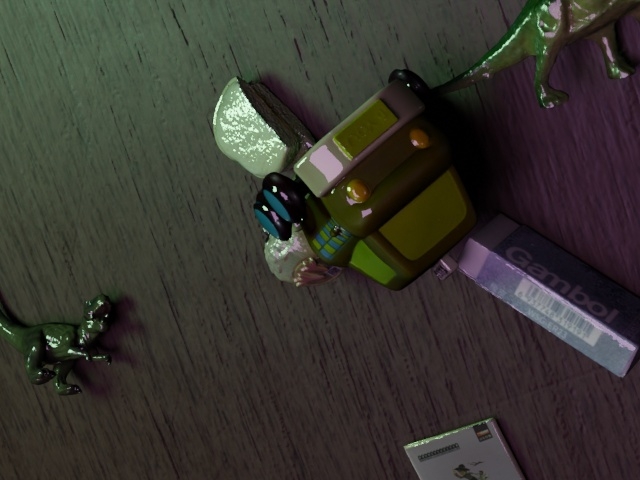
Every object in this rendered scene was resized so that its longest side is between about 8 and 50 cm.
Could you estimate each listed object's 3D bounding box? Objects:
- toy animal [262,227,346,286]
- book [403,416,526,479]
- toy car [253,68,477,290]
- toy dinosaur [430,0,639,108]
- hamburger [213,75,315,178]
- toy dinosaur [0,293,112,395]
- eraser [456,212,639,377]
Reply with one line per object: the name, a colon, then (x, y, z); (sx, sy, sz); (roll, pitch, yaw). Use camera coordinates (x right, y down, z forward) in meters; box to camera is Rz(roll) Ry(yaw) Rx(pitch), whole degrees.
toy animal: (0.000, 0.000, 2.034); (0.098, 0.137, 0.098); (-179, 90, -66)
book: (0.187, 0.297, 2.079); (0.127, 0.014, 0.181); (-23, 98, 34)
toy car: (0.067, -0.037, 1.879); (0.198, 0.204, 0.248); (49, 166, 3)
toy dinosaur: (0.257, -0.296, 1.759); (0.447, 0.087, 0.301); (-15, 103, 26)
hamburger: (-0.074, -0.120, 2.036); (0.121, 0.054, 0.084); (49, 129, 7)
toy dinosaur: (-0.328, 0.097, 2.286); (0.187, 0.087, 0.179); (-25, 59, 19)
eraser: (0.251, 0.055, 1.898); (0.212, 0.092, 0.046); (34, 123, 14)
